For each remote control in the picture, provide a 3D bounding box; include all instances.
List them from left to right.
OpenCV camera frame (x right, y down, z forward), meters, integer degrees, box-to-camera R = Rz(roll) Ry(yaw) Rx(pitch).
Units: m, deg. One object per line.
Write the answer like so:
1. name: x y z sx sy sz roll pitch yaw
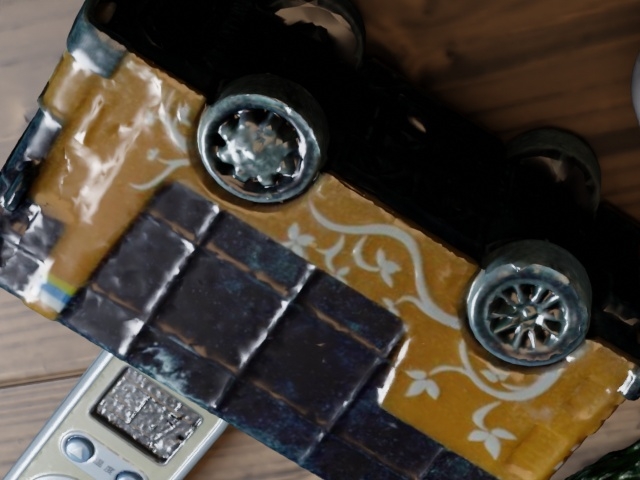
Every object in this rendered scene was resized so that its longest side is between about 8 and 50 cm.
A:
1. remote control: -0.131 0.134 1.049 0.087 0.047 0.244 38 118 -5

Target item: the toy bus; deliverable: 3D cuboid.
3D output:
1. toy bus: 0.000 0.000 0.893 0.323 0.162 0.194 31 121 -7

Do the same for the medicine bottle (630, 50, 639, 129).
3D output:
1. medicine bottle: 0.243 -0.010 0.850 0.135 0.135 0.215 -15 112 18

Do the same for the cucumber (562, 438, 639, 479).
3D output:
1. cucumber: 0.109 0.200 1.023 0.293 0.067 0.067 -35 105 25
